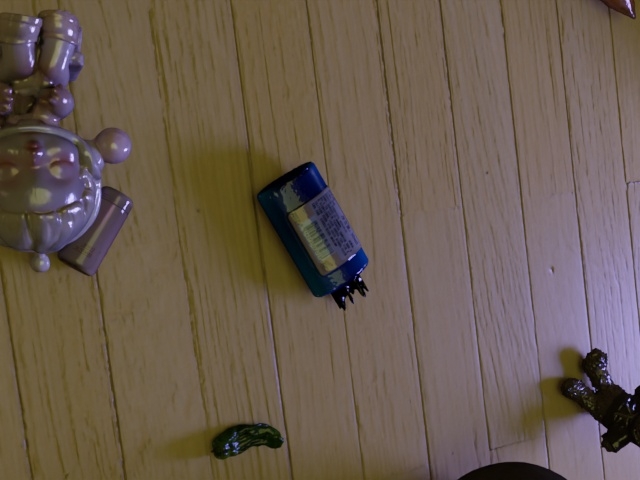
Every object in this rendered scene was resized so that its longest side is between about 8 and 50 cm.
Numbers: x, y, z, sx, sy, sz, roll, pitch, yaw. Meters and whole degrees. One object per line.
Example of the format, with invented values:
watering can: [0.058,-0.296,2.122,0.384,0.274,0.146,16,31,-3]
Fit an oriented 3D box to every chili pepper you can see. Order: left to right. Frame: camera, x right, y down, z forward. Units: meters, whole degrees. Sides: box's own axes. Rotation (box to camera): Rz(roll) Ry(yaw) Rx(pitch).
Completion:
chili pepper: [-0.090,0.241,1.013,0.091,0.034,0.030,-6,126,-26]

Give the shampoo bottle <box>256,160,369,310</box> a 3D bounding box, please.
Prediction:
shampoo bottle: [0.000,0.000,1.035,0.087,0.050,0.183,-36,104,-23]

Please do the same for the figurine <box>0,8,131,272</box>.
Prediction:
figurine: [-0.304,-0.095,0.855,0.182,0.145,0.256,1,88,-45]

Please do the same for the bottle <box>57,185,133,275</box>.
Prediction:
bottle: [-0.246,-0.011,0.924,0.045,0.045,0.096,34,76,-22]

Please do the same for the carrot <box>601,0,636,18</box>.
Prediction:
carrot: [0.400,-0.396,1.207,0.205,0.072,0.072,42,74,-22]

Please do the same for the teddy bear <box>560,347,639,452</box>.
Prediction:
teddy bear: [0.430,0.246,1.222,0.160,0.078,0.119,41,73,21]

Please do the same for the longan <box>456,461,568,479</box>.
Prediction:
longan: [0.243,0.399,1.072,0.248,0.248,0.248,0,91,-25]
